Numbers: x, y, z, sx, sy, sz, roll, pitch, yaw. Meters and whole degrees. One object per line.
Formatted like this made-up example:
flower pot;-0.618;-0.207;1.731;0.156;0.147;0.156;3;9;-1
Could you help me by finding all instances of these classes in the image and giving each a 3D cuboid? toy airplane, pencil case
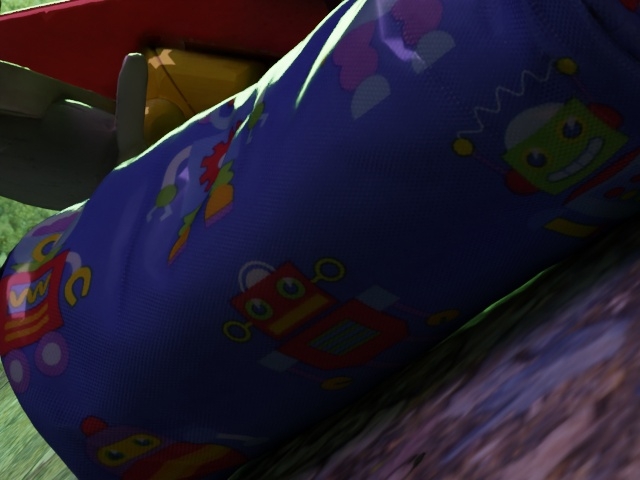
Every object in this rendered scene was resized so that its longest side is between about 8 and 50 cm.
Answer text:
toy airplane;-0.133;-0.068;1.062;0.386;0.272;0.384;-9;-3;-35
pencil case;0.010;-0.019;0.551;0.306;0.119;0.133;-37;32;38

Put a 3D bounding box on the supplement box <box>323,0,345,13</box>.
supplement box;0.098;-0.154;0.850;0.104;0.081;0.188;-21;9;47
